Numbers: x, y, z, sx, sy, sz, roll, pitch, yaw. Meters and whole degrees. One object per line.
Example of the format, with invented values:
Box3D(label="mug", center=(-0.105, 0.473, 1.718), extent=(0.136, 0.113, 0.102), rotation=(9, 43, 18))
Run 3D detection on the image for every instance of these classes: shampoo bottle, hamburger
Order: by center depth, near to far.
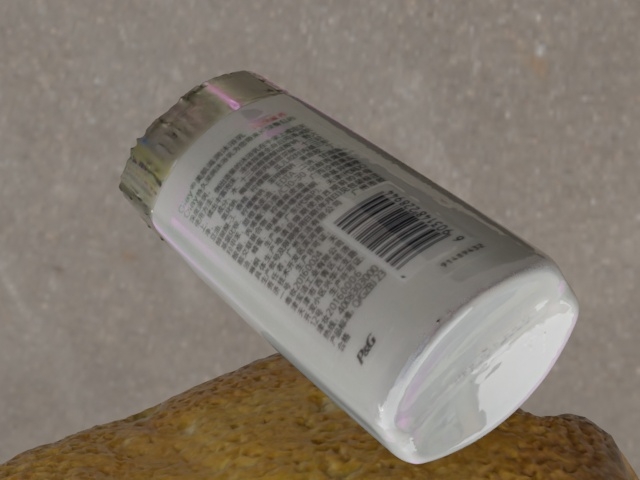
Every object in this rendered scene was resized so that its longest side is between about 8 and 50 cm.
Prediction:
Box3D(label="shampoo bottle", center=(0.000, 0.000, 0.612), extent=(0.227, 0.086, 0.056), rotation=(36, 165, 52))
Box3D(label="hamburger", center=(-0.002, 0.156, 0.699), extent=(0.290, 0.314, 0.170), rotation=(27, 129, 48))
